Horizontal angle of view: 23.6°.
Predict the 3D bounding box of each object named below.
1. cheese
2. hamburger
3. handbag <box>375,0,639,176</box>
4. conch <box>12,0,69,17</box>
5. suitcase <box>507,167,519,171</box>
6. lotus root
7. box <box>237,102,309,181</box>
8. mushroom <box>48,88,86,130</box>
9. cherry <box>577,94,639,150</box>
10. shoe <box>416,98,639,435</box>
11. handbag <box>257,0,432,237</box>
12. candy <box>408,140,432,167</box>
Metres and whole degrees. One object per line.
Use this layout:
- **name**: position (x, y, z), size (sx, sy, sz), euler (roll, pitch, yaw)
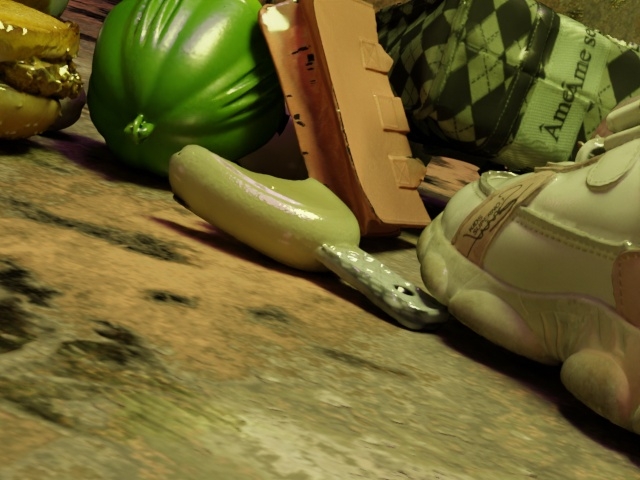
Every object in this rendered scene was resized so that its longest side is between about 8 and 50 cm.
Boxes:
- **cheese**: position (0.000, 0.001, 1.111), size (0.127, 0.049, 0.235), euler (7, 21, -47)
- **hamburger**: position (-0.283, -0.145, 1.238), size (0.191, 0.118, 0.182), euler (7, 17, -31)
- **handbag**: position (0.245, -0.101, 1.548), size (0.416, 0.180, 0.317), euler (23, -7, -16)
- **conch**: position (-0.393, -0.290, 1.627), size (0.249, 0.197, 0.368), euler (-22, -13, 39)
- **suitcase**: position (0.386, -0.095, 1.810), size (0.312, 0.202, 0.128), euler (18, 11, 9)
- **lotus root**: position (-0.127, -0.119, 1.291), size (0.186, 0.186, 0.186), euler (16, 10, -3)
- **box**: position (-0.018, -0.096, 1.478), size (0.146, 0.088, 0.200), euler (14, 10, -15)
- **mushroom**: position (-0.250, -0.133, 1.362), size (0.084, 0.067, 0.083), euler (9, 11, -2)
- **cherry**: position (0.281, -0.012, 1.221), size (0.266, 0.183, 0.213), euler (27, -33, 5)
- **shoe**: position (0.218, 0.004, 1.013), size (0.172, 0.198, 0.351), euler (18, 10, -34)
- **handbag**: position (0.027, -0.107, 1.321), size (0.059, 0.212, 0.157), euler (-18, -7, 25)
- **candy**: position (-0.037, -0.120, 1.663), size (0.336, 0.092, 0.093), euler (7, 49, -14)
